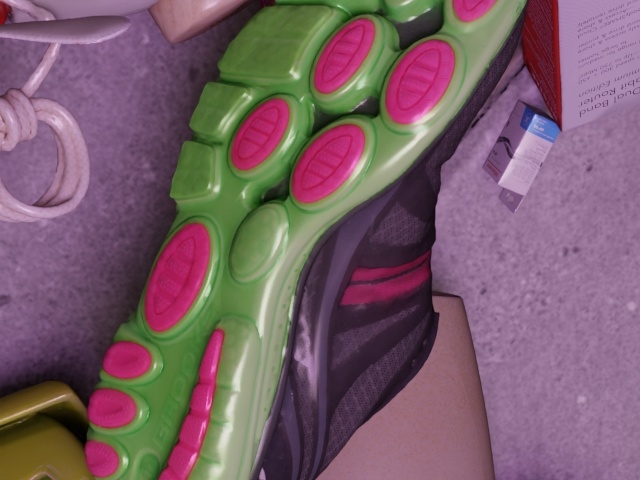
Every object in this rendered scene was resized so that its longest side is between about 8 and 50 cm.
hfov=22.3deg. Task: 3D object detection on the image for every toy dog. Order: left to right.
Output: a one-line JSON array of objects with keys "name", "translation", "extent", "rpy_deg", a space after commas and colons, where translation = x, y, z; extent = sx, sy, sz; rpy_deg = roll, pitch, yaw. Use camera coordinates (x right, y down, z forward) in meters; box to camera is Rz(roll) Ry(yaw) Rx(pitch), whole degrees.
[{"name": "toy dog", "translation": [-0.157, -0.191, 1.065], "extent": [0.220, 0.161, 0.333], "rpy_deg": [42, 54, -9]}]

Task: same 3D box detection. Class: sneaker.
[{"name": "sneaker", "translation": [0.000, 0.000, 1.154], "extent": [0.202, 0.185, 0.482], "rpy_deg": [13, 110, -56]}]

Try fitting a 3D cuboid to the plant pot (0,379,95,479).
[{"name": "plant pot", "translation": [-0.239, 0.252, 1.272], "extent": [0.228, 0.207, 0.227], "rpy_deg": [-21, 144, -2]}]

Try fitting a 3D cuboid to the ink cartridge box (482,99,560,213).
[{"name": "ink cartridge box", "translation": [0.163, -0.069, 1.348], "extent": [0.028, 0.048, 0.083], "rpy_deg": [23, 103, -17]}]

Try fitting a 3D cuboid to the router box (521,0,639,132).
[{"name": "router box", "translation": [0.314, -0.248, 1.208], "extent": [0.336, 0.082, 0.301], "rpy_deg": [-22, 150, -2]}]

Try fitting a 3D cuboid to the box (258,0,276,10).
[{"name": "box", "translation": [0.008, -0.277, 1.193], "extent": [0.142, 0.154, 0.299], "rpy_deg": [-15, 110, -5]}]

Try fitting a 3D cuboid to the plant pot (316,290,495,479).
[{"name": "plant pot", "translation": [0.036, 0.173, 1.326], "extent": [0.257, 0.256, 0.274], "rpy_deg": [6, 91, -13]}]
